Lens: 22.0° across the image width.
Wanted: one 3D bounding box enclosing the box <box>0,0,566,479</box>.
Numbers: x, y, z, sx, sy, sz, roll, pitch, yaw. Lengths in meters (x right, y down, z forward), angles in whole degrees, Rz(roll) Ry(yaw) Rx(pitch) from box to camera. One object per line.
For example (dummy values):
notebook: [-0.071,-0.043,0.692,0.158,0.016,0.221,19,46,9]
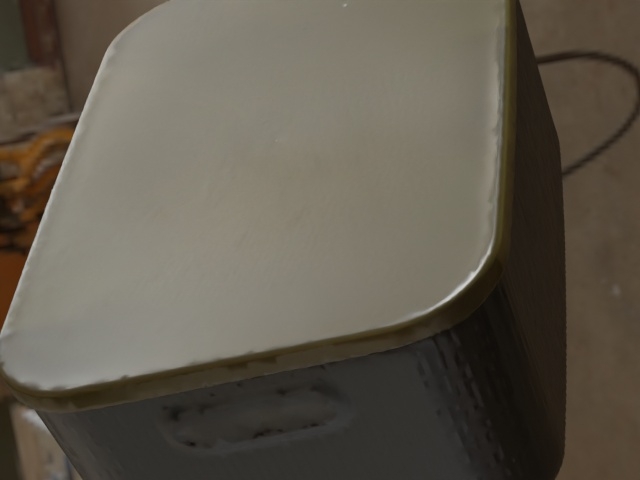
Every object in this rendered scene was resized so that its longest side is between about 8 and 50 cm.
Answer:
box: [0.000,0.000,0.501,0.201,0.144,0.090,-83,-25,-51]
